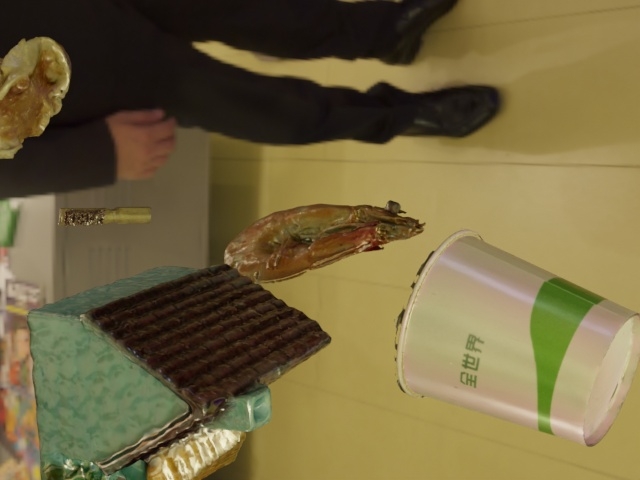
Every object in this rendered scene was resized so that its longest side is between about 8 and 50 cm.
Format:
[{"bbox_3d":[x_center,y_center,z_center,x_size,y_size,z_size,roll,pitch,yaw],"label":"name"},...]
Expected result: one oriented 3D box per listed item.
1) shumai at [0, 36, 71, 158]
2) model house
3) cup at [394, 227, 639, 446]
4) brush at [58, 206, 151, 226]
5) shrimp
[{"bbox_3d":[-0.495,-0.214,1.448,0.314,0.262,0.267,137,139,-61],"label":"shumai"},{"bbox_3d":[-0.122,0.155,1.085,0.249,0.280,0.229,6,105,28],"label":"model house"},{"bbox_3d":[0.274,0.140,1.391,0.274,0.253,0.253,20,107,33],"label":"cup"},{"bbox_3d":[-0.484,-0.054,2.353,0.036,0.248,0.043,19,104,41],"label":"brush"},{"bbox_3d":[0.001,0.001,1.338,0.294,0.154,0.062,-11,121,30],"label":"shrimp"}]
